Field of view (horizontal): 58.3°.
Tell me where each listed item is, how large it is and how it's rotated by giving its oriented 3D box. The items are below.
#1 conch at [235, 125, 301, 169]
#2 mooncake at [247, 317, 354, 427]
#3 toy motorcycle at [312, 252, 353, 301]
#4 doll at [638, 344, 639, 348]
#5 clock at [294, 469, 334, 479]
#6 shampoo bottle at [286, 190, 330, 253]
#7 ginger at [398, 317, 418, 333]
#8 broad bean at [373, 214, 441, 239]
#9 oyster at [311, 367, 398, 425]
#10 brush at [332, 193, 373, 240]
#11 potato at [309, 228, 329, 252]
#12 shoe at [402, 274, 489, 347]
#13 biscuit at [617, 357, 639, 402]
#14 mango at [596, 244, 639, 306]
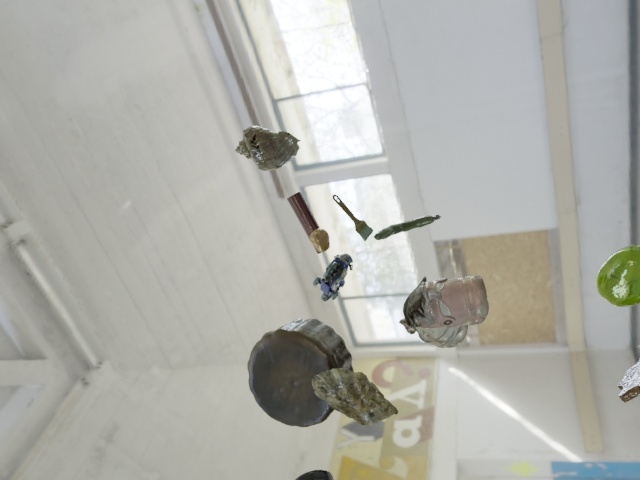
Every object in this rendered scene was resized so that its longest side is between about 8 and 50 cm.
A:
[{"bbox_3d":[-0.159,-0.283,1.770,0.155,0.207,0.130,78,-176,-65],"label":"conch"},{"bbox_3d":[-0.052,0.363,1.592,0.161,0.290,0.290,-19,-79,-64],"label":"mooncake"},{"bbox_3d":[0.063,0.149,2.387,0.169,0.113,0.315,-47,-17,-22],"label":"toy motorcycle"},{"bbox_3d":[1.064,0.245,1.763,0.227,0.057,0.114,-58,-23,0],"label":"doll"},{"bbox_3d":[0.014,0.689,1.411,0.379,0.276,0.120,36,-160,-36],"label":"clock"},{"bbox_3d":[-0.047,-0.072,2.336,0.260,0.064,0.102,61,172,-4],"label":"shampoo bottle"},{"bbox_3d":[0.438,0.364,2.517,0.214,0.059,0.133,36,-112,-19],"label":"ginger"},{"bbox_3d":[0.352,-0.058,2.391,0.144,0.292,0.049,129,123,-89],"label":"broad bean"},{"bbox_3d":[0.074,0.389,1.400,0.209,0.133,0.072,43,-161,-18],"label":"oyster"},{"bbox_3d":[0.121,-0.096,2.255,0.218,0.010,0.082,48,-137,-3],"label":"brush"},{"bbox_3d":[0.000,0.000,2.038,0.083,0.068,0.062,66,-160,-4],"label":"potato"},{"bbox_3d":[0.338,0.206,1.710,0.351,0.198,0.172,114,154,-56],"label":"shoe"},{"bbox_3d":[0.787,0.309,1.352,0.034,0.215,0.182,49,172,11],"label":"biscuit"},{"bbox_3d":[0.701,0.081,1.322,0.089,0.117,0.163,-60,-34,-50],"label":"mango"}]
